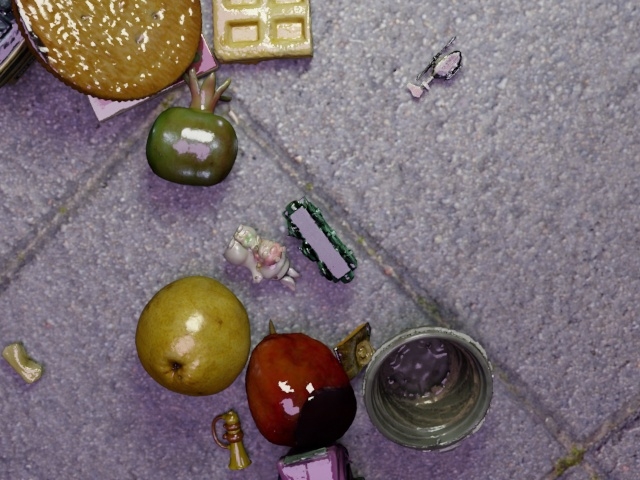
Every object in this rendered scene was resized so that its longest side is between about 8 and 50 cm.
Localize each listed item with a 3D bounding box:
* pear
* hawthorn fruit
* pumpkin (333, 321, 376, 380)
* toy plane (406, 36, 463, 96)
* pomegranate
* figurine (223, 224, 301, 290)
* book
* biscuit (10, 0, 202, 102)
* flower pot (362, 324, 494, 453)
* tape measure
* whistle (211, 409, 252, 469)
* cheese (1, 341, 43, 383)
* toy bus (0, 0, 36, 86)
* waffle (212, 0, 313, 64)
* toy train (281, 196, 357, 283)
[{"bbox_3d":[-0.216,0.169,1.296,0.208,0.209,0.209,0,102,0],"label":"pear"},{"bbox_3d":[-0.051,0.242,1.316,0.189,0.189,0.251,-32,65,6],"label":"hawthorn fruit"},{"bbox_3d":[0.060,0.203,1.377,0.101,0.035,0.073,-30,109,-40],"label":"pumpkin"},{"bbox_3d":[0.202,-0.290,1.288,0.049,0.031,0.121,42,96,-3],"label":"toy plane"},{"bbox_3d":[-0.211,-0.186,1.263,0.151,0.131,0.191,8,88,-10],"label":"pomegranate"},{"bbox_3d":[-0.096,0.038,1.320,0.146,0.098,0.081,31,88,-5],"label":"figurine"},{"bbox_3d":[-0.310,-0.320,1.281,0.231,0.022,0.162,-24,99,5],"label":"book"},{"bbox_3d":[-0.325,-0.366,1.176,0.305,0.038,0.306,-1,91,-33],"label":"biscuit"},{"bbox_3d":[0.184,0.243,1.344,0.235,0.140,0.236,0,104,0],"label":"flower pot"},{"bbox_3d":[0.008,0.472,1.338,0.149,0.245,0.232,-14,86,4],"label":"tape measure"},{"bbox_3d":[-0.169,0.375,1.429,0.046,0.057,0.109,-17,94,-42],"label":"whistle"},{"bbox_3d":[-0.547,0.225,1.390,0.044,0.030,0.083,-42,93,14],"label":"cheese"},{"bbox_3d":[-0.607,-0.393,1.176,0.365,0.202,0.177,43,92,-6],"label":"toy bus"},{"bbox_3d":[-0.099,-0.431,1.241,0.167,0.057,0.274,-2,102,0],"label":"waffle"},{"bbox_3d":[0.000,0.000,1.310,0.071,0.111,0.170,-37,96,6],"label":"toy train"}]
